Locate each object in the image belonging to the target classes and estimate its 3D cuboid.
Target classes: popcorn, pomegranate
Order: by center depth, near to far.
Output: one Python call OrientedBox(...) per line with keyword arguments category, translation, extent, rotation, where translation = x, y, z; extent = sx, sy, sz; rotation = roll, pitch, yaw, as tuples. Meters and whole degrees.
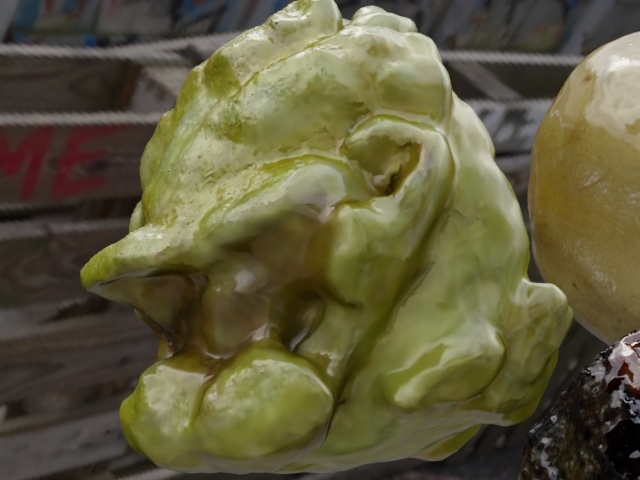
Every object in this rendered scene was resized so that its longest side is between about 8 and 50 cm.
OrientedBox(category="popcorn", translation=(0.000, 0.000, 0.716), extent=(0.241, 0.235, 0.250), rotation=(16, 59, -58))
OrientedBox(category="pomegranate", translation=(0.344, -0.035, 1.111), extent=(0.332, 0.332, 0.332), rotation=(24, 29, -14))

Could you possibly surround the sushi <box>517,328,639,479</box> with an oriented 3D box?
OrientedBox(category="sushi", translation=(0.265, 0.211, 0.849), extent=(0.196, 0.182, 0.343), rotation=(-5, 46, -24))
